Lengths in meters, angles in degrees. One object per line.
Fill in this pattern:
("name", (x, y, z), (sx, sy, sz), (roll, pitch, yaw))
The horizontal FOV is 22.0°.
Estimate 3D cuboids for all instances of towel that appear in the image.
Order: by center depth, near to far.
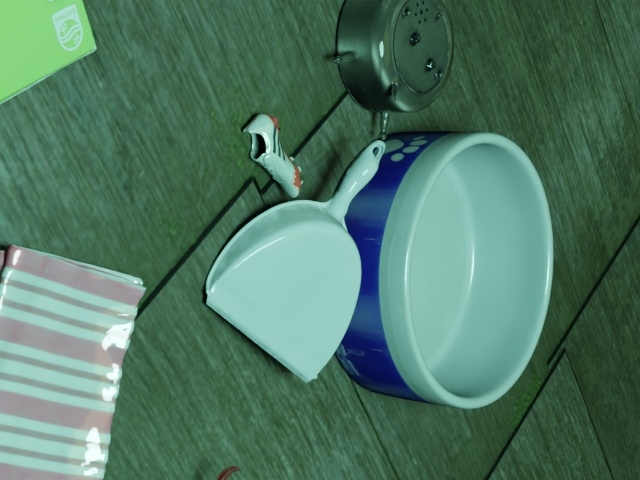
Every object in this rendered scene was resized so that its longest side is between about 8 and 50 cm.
("towel", (-0.204, 0.111, 1.243), (0.144, 0.029, 0.197), (19, 79, -51))

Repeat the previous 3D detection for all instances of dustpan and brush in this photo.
("dustpan and brush", (0.000, 0.000, 1.451), (0.147, 0.060, 0.211), (41, 87, -31))

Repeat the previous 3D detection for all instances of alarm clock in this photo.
("alarm clock", (0.083, -0.200, 1.560), (0.129, 0.064, 0.192), (55, 49, -39))

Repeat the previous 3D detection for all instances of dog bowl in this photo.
("dog bowl", (0.116, 0.026, 1.589), (0.265, 0.104, 0.264), (-8, 101, -51))

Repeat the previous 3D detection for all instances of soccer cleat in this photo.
("soccer cleat", (-0.043, -0.071, 1.437), (0.035, 0.029, 0.083), (-38, 120, -34))

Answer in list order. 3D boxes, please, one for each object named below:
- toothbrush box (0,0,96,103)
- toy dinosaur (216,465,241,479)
("toothbrush box", (-0.278, -0.220, 0.967), (0.122, 0.206, 0.283), (-37, 123, -44))
("toy dinosaur", (-0.103, 0.240, 1.361), (0.082, 0.047, 0.090), (-77, -177, -55))
